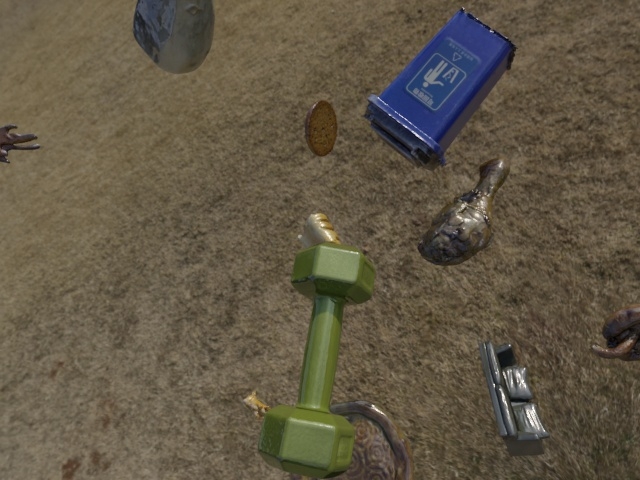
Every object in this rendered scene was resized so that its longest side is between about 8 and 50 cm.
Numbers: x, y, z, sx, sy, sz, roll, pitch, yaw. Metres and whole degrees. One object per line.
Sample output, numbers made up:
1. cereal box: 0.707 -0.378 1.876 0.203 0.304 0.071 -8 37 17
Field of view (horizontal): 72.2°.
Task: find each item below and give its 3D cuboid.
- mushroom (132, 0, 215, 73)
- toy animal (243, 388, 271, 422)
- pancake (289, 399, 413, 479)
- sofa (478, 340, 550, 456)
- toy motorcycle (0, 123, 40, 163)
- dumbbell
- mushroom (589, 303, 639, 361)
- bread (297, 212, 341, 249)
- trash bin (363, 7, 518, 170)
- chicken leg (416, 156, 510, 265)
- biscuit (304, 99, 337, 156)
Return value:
1. mushroom: -0.149 -0.288 0.459 0.081 0.223 0.092 -26 65 -34
2. toy animal: -0.169 0.450 1.195 0.083 0.081 0.060 22 94 56
3. pancake: 0.060 0.436 0.851 0.250 0.031 0.249 -4 68 11
4. sofa: 0.281 0.224 0.638 0.060 0.085 0.147 -18 40 20
5. toy motorcycle: -0.494 -0.050 0.410 0.402 0.134 0.206 -16 80 -4
6. dumbbell: 0.001 0.152 0.602 0.108 0.121 0.301 -1 65 26
7. mushroom: 0.668 0.206 0.950 0.171 0.135 0.080 -24 12 3
8. bread: 0.000 0.000 1.343 0.119 0.084 0.177 -52 54 34
9. trash bin: 0.209 -0.252 0.772 0.163 0.184 0.234 42 102 13
10. chicken leg: 0.218 -0.044 0.624 0.197 0.069 0.085 -52 16 -17
11. biscuit: 0.001 -0.378 1.485 0.027 0.188 0.187 11 68 31
